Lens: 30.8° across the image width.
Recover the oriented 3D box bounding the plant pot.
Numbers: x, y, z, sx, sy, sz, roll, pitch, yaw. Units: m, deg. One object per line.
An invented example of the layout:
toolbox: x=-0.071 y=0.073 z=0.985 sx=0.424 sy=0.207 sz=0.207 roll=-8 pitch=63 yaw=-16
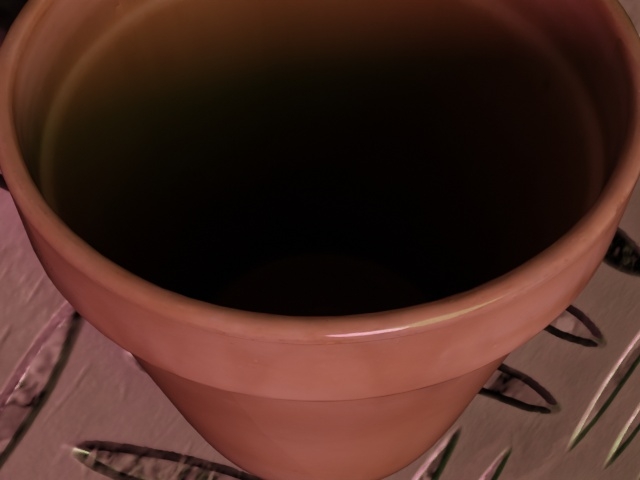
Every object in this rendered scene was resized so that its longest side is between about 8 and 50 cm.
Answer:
plant pot: x=0.000 y=0.000 z=0.672 sx=0.323 sy=0.323 sz=0.280 roll=-27 pitch=145 yaw=-21
